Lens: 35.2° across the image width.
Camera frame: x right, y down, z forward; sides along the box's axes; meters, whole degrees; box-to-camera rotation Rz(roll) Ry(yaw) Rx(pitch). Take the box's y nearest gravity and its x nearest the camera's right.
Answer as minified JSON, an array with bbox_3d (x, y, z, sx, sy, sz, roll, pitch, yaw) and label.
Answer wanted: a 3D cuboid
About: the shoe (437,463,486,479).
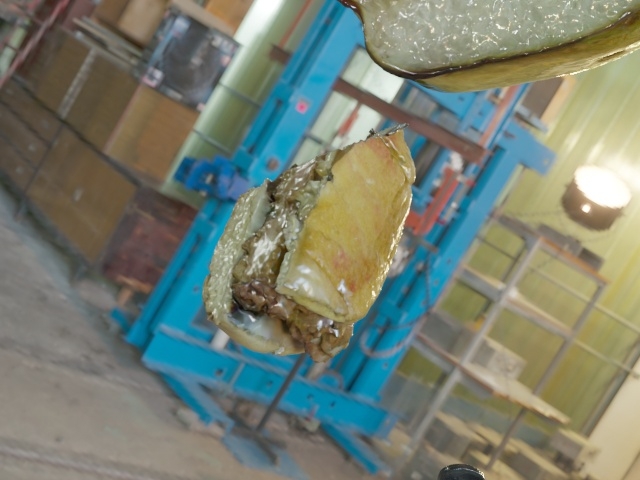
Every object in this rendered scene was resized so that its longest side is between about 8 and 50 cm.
[{"bbox_3d":[0.205,0.392,1.428,0.071,0.179,0.049,-7,33,-2],"label":"shoe"}]

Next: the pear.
[{"bbox_3d":[0.200,-0.272,0.787,0.191,0.386,0.340,16,39,-50],"label":"pear"}]

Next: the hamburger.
[{"bbox_3d":[0.000,0.000,1.042,0.155,0.245,0.282,-14,-5,40],"label":"hamburger"}]
